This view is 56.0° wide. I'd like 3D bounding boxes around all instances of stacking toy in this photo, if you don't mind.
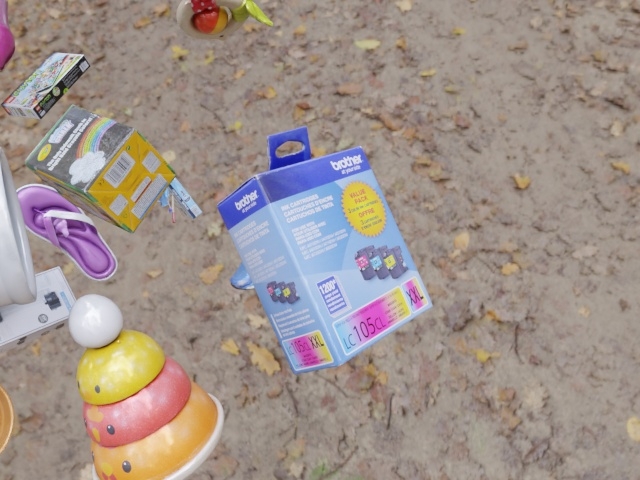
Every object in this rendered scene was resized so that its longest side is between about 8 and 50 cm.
[{"bbox_3d":[-0.472,0.337,1.452,0.350,0.480,0.351,-17,23,8],"label":"stacking toy"}]

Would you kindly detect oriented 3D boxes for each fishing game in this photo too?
[{"bbox_3d":[-0.460,-0.183,1.671,0.041,0.264,0.189,-23,42,3],"label":"fishing game"}]

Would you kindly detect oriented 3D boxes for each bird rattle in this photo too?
[{"bbox_3d":[-0.240,-0.522,1.370,0.253,0.207,0.143,-16,80,-44],"label":"bird rattle"}]

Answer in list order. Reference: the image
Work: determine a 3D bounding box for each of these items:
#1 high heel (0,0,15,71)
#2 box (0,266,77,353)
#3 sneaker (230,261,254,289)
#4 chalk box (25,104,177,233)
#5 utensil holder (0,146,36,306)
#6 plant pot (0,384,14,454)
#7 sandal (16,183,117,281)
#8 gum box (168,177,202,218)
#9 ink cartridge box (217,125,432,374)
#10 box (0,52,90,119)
[{"bbox_3d":[-0.805,-0.393,1.394,0.127,0.377,0.181,7,66,-36],"label":"high heel"},{"bbox_3d":[-0.875,0.211,1.760,0.289,0.087,0.169,-23,80,-36],"label":"box"},{"bbox_3d":[-0.156,-0.015,1.654,0.129,0.147,0.330,13,67,55],"label":"sneaker"},{"bbox_3d":[-0.513,-0.170,1.362,0.288,0.179,0.180,23,71,31],"label":"chalk box"},{"bbox_3d":[-0.795,0.004,1.173,0.385,0.328,0.328,-11,50,-21],"label":"utensil holder"},{"bbox_3d":[-1.070,0.537,1.741,0.203,0.291,0.291,-22,39,43],"label":"plant pot"},{"bbox_3d":[-0.828,-0.030,2.002,0.169,0.416,0.102,-52,29,-19],"label":"sandal"},{"bbox_3d":[-0.483,-0.150,2.054,0.041,0.157,0.184,-41,18,-15],"label":"gum box"},{"bbox_3d":[0.000,0.000,1.079,0.270,0.151,0.396,-23,86,-42],"label":"ink cartridge box"},{"bbox_3d":[-0.678,-0.385,1.492,0.114,0.036,0.207,11,56,24],"label":"box"}]
